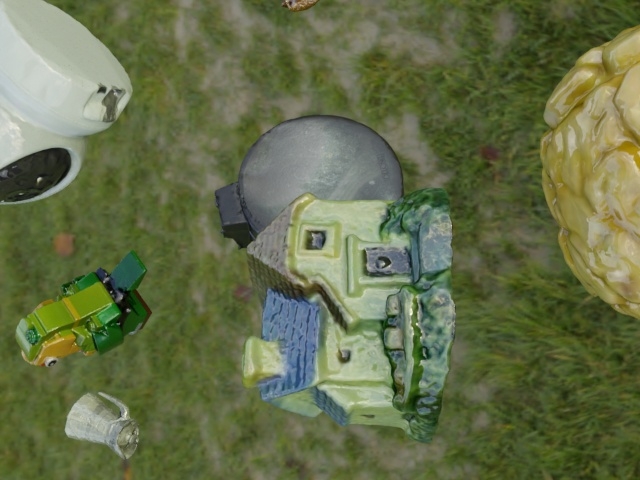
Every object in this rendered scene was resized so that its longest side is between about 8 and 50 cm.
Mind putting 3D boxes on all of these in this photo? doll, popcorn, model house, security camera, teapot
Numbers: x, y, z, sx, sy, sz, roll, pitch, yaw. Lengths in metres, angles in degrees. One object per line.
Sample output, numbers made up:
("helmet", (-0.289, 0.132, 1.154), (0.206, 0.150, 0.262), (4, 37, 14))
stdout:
("doll", (-0.321, 0.103, 1.309), (0.106, 0.186, 0.134), (52, 157, 20))
("popcorn", (0.457, -0.100, 1.222), (0.354, 0.344, 0.390), (52, 141, 16))
("model house", (0.021, 0.069, 0.900), (0.195, 0.189, 0.214), (87, -174, -67))
("security camera", (-0.361, -0.148, 1.141), (0.236, 0.194, 0.194), (-45, 59, 16))
("teapot", (-0.248, 0.214, 1.126), (0.083, 0.057, 0.067), (21, 98, 21))

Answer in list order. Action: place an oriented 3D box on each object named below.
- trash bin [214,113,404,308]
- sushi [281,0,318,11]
("trash bin", (0.000, 0.000, 1.284), (0.301, 0.252, 0.203), (88, 167, -63))
("sushi", (-0.018, -0.372, 1.411), (0.099, 0.047, 0.050), (-52, 32, -1))
